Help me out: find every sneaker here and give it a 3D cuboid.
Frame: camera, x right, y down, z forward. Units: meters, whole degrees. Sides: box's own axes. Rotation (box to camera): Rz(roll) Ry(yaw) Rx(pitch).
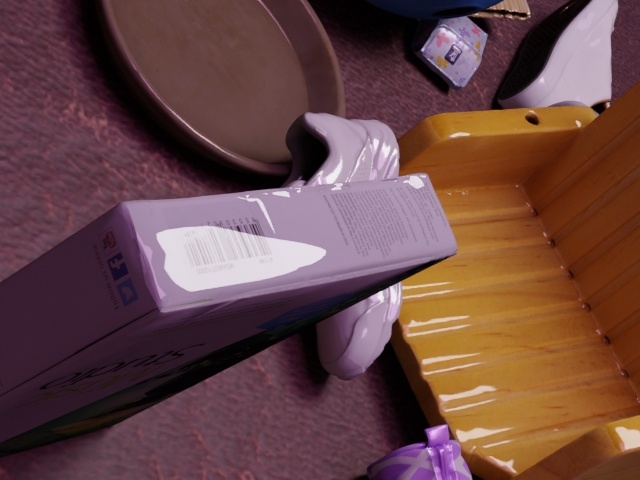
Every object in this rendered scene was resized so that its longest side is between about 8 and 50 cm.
[{"bbox_3d":[0.000,0.000,1.073,0.115,0.090,0.232,14,65,-36],"label":"sneaker"},{"bbox_3d":[0.309,-0.205,1.571,0.123,0.106,0.290,49,49,-15],"label":"sneaker"}]

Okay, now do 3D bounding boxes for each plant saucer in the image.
[{"bbox_3d":[-0.090,-0.174,1.145,0.278,0.041,0.278,27,47,-33],"label":"plant saucer"}]

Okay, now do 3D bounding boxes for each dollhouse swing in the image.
[{"bbox_3d":[0.255,-0.003,1.096,0.315,0.305,0.347,-6,59,-33],"label":"dollhouse swing"}]

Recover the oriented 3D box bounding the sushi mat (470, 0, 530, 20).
[{"bbox_3d":[0.153,-0.403,1.554,0.151,0.019,0.316,-1,66,-27],"label":"sushi mat"}]

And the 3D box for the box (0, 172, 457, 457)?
[{"bbox_3d":[-0.113,0.056,0.721,0.232,0.322,0.058,-9,75,-50],"label":"box"}]

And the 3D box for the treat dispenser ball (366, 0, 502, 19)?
[{"bbox_3d":[0.118,-0.371,1.313,0.288,0.288,0.288,28,46,-33],"label":"treat dispenser ball"}]

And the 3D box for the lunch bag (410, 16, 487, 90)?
[{"bbox_3d":[0.142,-0.214,1.422,0.071,0.053,0.083,39,50,-20],"label":"lunch bag"}]

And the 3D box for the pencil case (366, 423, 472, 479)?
[{"bbox_3d":[0.102,0.256,1.008,0.086,0.088,0.206,-12,69,-25],"label":"pencil case"}]

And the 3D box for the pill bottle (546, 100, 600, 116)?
[{"bbox_3d":[0.333,-0.048,1.450,0.246,0.130,0.130,28,46,-33],"label":"pill bottle"}]
